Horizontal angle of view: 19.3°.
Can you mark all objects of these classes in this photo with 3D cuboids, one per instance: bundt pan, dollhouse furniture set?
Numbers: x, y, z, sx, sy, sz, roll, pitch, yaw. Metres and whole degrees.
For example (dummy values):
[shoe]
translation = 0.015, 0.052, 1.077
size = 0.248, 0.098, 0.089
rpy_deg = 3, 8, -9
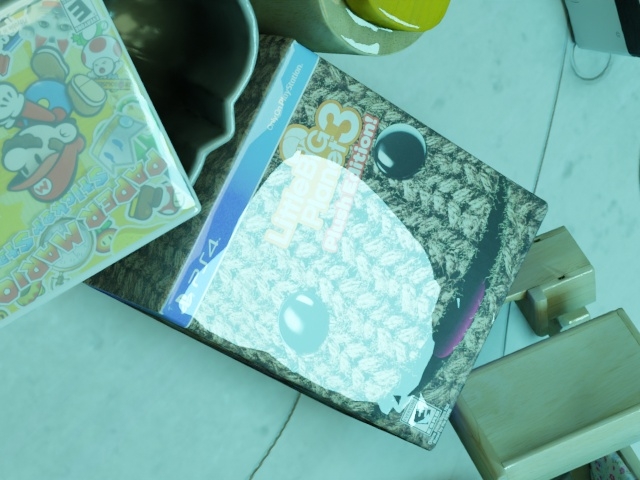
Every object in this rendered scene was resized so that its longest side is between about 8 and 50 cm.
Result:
[bundt pan]
translation = -0.218, -0.156, 1.346
size = 0.331, 0.124, 0.331
rpy_deg = -9, 111, -24
[dollhouse furniture set]
translation = 0.212, 0.223, 1.691
size = 0.174, 0.303, 0.355
rpy_deg = -21, 140, -9

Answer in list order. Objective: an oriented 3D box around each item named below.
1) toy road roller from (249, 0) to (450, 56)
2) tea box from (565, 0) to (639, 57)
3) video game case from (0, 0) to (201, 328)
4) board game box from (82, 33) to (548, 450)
[toy road roller]
translation = 0.097, -0.280, 1.489
size = 0.240, 0.202, 0.329
rpy_deg = 23, 85, -33
[tea box]
translation = 0.350, -0.334, 1.564
size = 0.220, 0.323, 0.329
rpy_deg = -28, 112, -25
[video game case]
translation = -0.219, -0.051, 1.295
size = 0.227, 0.026, 0.206
rpy_deg = -31, 118, -13
[board game box]
translation = 0.000, 0.000, 1.517
size = 0.291, 0.141, 0.232
rpy_deg = 29, 83, -33
